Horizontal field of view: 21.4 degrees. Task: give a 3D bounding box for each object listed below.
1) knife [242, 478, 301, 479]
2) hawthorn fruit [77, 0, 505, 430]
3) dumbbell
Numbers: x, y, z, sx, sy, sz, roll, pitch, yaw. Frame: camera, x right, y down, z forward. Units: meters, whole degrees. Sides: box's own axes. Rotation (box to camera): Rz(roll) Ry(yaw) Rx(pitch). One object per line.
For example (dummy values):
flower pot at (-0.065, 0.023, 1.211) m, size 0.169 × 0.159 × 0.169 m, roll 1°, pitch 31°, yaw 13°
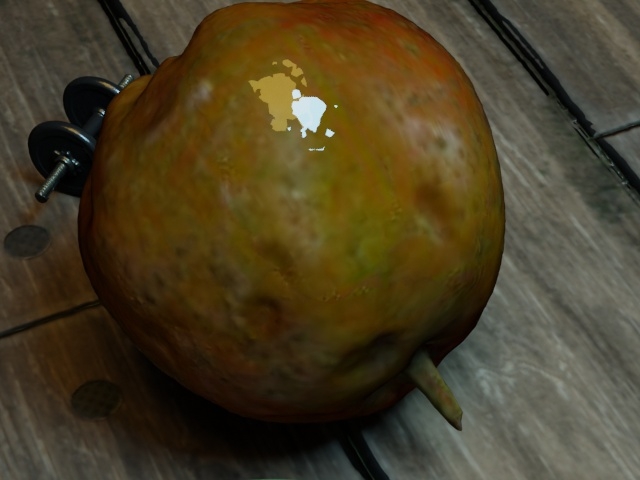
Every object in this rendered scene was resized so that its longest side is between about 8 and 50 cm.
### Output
knife at (0.037, 0.168, 1.070) m, size 0.207 × 0.014 × 0.030 m, roll 3°, pitch 44°, yaw 5°
hawthorn fruit at (0.000, 0.000, 1.079) m, size 0.277 × 0.277 × 0.298 m, roll -29°, pitch 76°, yaw -23°
dumbbell at (-0.178, -0.080, 1.286) m, size 0.069 × 0.069 × 0.147 m, roll 15°, pitch 47°, yaw 17°
